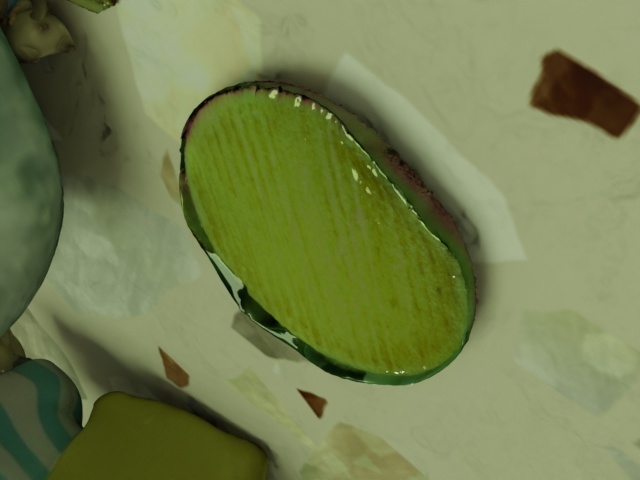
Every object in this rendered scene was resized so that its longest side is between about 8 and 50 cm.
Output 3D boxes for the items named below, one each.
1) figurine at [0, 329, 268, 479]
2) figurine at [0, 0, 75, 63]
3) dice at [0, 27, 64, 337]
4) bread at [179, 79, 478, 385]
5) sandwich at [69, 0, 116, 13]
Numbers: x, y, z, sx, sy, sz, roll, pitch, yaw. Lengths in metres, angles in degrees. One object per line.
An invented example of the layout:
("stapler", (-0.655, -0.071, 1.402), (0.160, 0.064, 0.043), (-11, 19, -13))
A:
("figurine", (-0.223, 0.331, 0.906), (0.361, 0.266, 0.378), (33, 141, 25))
("figurine", (-0.203, -0.151, 0.612), (0.083, 0.047, 0.051), (16, 120, 43))
("dice", (-0.402, -0.068, 0.598), (0.328, 0.330, 0.348), (22, 138, 45))
("bread", (0.000, 0.000, 0.566), (0.228, 0.033, 0.228), (27, 139, 26))
("sandwich", (-0.159, -0.172, 0.546), (0.031, 0.044, 0.083), (-2, 125, 39))
